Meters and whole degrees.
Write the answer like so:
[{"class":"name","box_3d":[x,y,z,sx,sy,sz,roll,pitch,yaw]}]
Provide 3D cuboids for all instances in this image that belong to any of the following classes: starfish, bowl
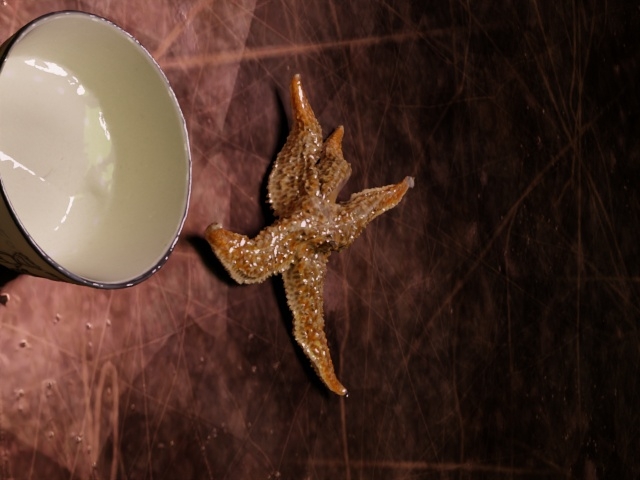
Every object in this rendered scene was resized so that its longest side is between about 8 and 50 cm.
[{"class":"starfish","box_3d":[0.009,-0.024,1.511,0.301,0.084,0.294,49,48,-33]},{"class":"bowl","box_3d":[-0.230,-0.070,1.141,0.237,0.126,0.238,14,73,-53]}]
